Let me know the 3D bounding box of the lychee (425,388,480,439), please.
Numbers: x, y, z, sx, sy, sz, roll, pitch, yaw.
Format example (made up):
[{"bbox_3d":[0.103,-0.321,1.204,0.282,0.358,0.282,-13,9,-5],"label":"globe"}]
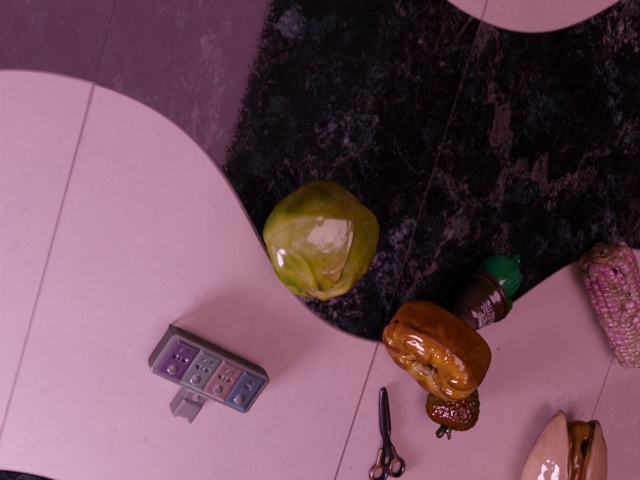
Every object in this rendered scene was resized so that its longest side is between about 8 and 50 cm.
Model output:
[{"bbox_3d":[0.278,0.348,1.599,0.114,0.114,0.146,27,71,-28],"label":"lychee"}]

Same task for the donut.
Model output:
[{"bbox_3d":[0.223,0.214,1.476,0.114,0.226,0.226,-50,118,-18],"label":"donut"}]

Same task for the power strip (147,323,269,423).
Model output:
[{"bbox_3d":[-0.217,0.256,1.376,0.216,0.061,0.145,32,95,-28],"label":"power strip"}]

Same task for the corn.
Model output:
[{"bbox_3d":[0.685,0.152,1.733,0.127,0.126,0.335,-35,115,-14],"label":"corn"}]

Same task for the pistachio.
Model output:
[{"bbox_3d":[0.563,0.547,1.759,0.187,0.187,0.299,15,90,-28],"label":"pistachio"}]

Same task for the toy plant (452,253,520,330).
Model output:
[{"bbox_3d":[0.360,0.109,1.582,0.200,0.105,0.143,-36,124,-26],"label":"toy plant"}]

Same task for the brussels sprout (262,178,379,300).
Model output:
[{"bbox_3d":[0.000,0.000,1.346,0.223,0.161,0.223,-9,106,-31],"label":"brussels sprout"}]

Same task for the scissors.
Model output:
[{"bbox_3d":[0.138,0.410,1.600,0.088,0.017,0.220,-10,107,-22],"label":"scissors"}]
